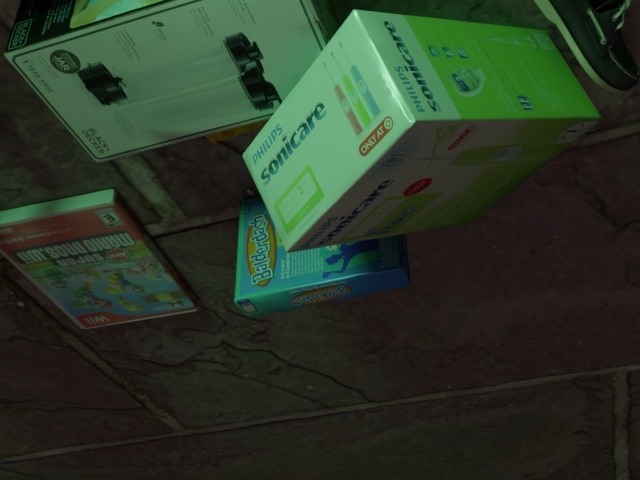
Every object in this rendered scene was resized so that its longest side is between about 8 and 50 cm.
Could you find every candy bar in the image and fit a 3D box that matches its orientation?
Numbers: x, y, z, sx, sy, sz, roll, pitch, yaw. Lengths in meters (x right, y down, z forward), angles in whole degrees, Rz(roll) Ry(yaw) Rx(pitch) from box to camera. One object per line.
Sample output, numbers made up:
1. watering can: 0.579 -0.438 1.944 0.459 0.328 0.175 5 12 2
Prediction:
1. candy bar: -0.069 -0.145 0.889 0.161 0.018 0.040 -18 144 21

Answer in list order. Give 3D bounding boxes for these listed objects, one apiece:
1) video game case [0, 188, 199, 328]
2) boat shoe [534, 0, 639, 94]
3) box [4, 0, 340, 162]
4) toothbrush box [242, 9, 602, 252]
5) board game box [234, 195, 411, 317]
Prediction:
1. video game case: -0.324 0.038 1.130 0.204 0.025 0.285 -10 143 12
2. boat shoe: 0.267 -0.217 0.754 0.065 0.075 0.206 -26 132 35
3. box: -0.131 -0.189 0.769 0.289 0.087 0.169 -12 143 15
4. toothbrush box: 0.101 -0.103 0.772 0.283 0.122 0.206 -7 154 -41
5. board game box: 0.000 0.000 0.972 0.210 0.160 0.047 -12 143 15
